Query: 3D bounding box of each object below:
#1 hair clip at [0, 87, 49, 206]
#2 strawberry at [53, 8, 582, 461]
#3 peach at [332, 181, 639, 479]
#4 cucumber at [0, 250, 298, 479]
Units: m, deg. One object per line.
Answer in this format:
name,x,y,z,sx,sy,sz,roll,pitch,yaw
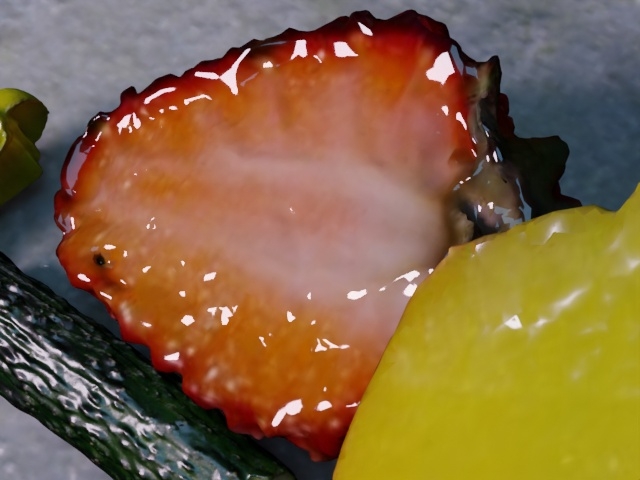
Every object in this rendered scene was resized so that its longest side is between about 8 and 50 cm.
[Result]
hair clip,-0.185,0.001,0.736,0.046,0.072,0.173,34,83,16
strawberry,0.000,0.000,0.709,0.236,0.111,0.190,11,78,34
peach,0.168,0.180,0.532,0.306,0.242,0.380,12,58,-38
cucumber,-0.095,0.067,0.703,0.187,0.058,0.058,35,74,16
